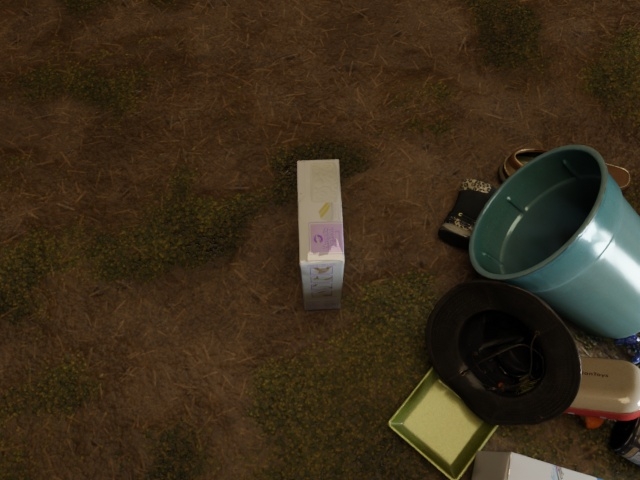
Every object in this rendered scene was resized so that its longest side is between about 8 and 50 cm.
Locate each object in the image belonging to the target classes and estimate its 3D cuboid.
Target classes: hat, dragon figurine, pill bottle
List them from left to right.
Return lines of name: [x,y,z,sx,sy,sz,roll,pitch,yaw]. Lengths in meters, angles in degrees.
hat: [0.402,0.225,1.313,0.331,0.331,0.134,42,32,17]
dragon figurine: [0.791,0.228,1.363,0.290,0.144,0.085,-11,67,-3]
pill bottle: [0.745,0.446,1.282,0.219,0.122,0.122,28,70,12]

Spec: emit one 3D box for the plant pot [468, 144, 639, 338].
plant pot: [0.567,0.026,1.327,0.334,0.341,0.341,35,68,-20]

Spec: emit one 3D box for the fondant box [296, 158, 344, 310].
fondant box: [0.000,0.000,1.382,0.096,0.330,0.238,-3,67,1]

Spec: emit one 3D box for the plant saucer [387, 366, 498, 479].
plant saucer: [0.277,0.402,1.355,0.188,0.045,0.188,38,73,17]

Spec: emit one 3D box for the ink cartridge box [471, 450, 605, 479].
ink cartridge box: [0.432,0.532,1.206,0.233,0.171,0.168,18,69,-3]

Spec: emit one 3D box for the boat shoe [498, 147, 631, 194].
boat shoe: [0.628,-0.171,1.553,0.324,0.120,0.122,5,67,4]

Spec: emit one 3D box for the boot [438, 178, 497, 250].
boot: [0.433,-0.047,1.526,0.237,0.085,0.178,21,66,9]

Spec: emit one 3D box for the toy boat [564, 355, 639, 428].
toy boat: [0.583,0.347,1.326,0.231,0.151,0.151,1,30,28]
